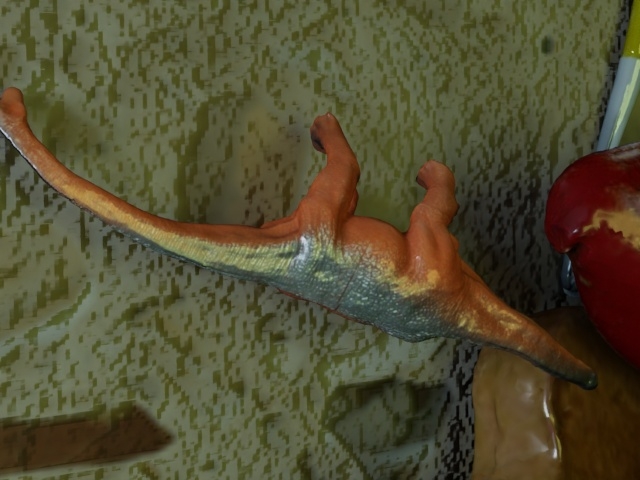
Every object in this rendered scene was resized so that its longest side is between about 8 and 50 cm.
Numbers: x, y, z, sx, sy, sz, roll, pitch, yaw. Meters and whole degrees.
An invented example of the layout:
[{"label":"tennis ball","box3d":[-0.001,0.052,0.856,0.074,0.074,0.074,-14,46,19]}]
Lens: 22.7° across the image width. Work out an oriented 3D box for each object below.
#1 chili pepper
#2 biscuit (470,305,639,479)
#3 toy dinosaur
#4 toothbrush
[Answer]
[{"label":"chili pepper","box3d":[0.187,0.022,0.744,0.252,0.136,0.144,3,106,-45]},{"label":"biscuit","box3d":[0.111,0.255,0.686,0.350,0.078,0.455,55,44,-15]},{"label":"toy dinosaur","box3d":[0.003,-0.004,0.640,0.279,0.055,0.101,24,39,-11]},{"label":"toothbrush","box3d":[0.163,-0.111,0.795,0.021,0.024,0.288,19,81,-35]}]
